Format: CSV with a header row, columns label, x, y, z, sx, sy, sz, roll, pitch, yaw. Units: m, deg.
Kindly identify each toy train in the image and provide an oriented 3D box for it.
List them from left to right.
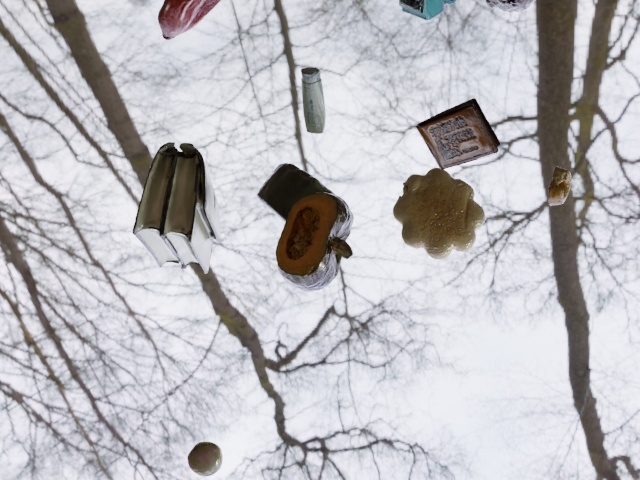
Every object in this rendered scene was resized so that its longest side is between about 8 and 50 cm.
label,x,y,z,sx,sy,sz,roll,pitch,yaw
toy train,0.265,-0.634,1.522,0.154,0.197,0.107,-35,-128,-25

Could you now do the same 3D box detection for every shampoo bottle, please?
label,x,y,z,sx,sy,sz,roll,pitch,yaw
shampoo bottle,-0.023,-0.435,1.966,0.072,0.212,0.049,8,-137,19

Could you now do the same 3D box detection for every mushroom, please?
label,x,y,z,sx,sy,sz,roll,pitch,yaw
mushroom,-0.267,0.508,1.468,0.084,0.083,0.067,-5,-169,12

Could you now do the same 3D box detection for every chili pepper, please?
label,x,y,z,sx,sy,sz,roll,pitch,yaw
chili pepper,-0.304,-0.554,1.460,0.253,0.136,0.144,-41,-138,32

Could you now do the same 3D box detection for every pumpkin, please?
label,x,y,z,sx,sy,sz,roll,pitch,yaw
pumpkin,0.000,0.000,1.927,0.222,0.139,0.317,11,-111,31

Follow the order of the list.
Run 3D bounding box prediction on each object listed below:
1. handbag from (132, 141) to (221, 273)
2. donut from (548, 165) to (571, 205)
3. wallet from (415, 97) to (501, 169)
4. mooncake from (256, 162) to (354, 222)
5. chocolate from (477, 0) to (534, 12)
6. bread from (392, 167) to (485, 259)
label,x,y,z,sx,sy,sz,roll,pitch,yaw
handbag,-0.344,-0.070,1.602,0.160,0.358,0.236,6,-106,-2
donut,0.650,-0.144,1.710,0.043,0.097,0.108,13,-106,31
wallet,0.373,-0.283,1.720,0.196,0.161,0.042,-16,-153,41
mooncake,-0.051,-0.122,2.275,0.194,0.356,0.356,-48,-142,-1
chocolate,0.490,-0.723,1.667,0.210,0.225,0.340,-49,-149,7
bread,0.389,-0.091,2.069,0.316,0.054,0.315,1,-106,-5
